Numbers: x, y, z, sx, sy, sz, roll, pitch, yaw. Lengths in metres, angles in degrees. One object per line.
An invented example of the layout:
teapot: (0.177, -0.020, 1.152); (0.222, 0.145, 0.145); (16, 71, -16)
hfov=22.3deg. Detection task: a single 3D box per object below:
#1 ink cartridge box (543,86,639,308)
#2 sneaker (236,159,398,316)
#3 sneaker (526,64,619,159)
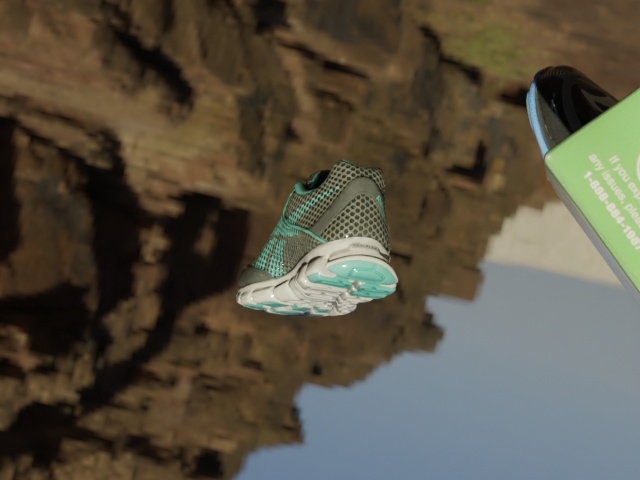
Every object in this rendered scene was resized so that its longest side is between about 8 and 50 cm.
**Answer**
ink cartridge box: (0.221, -0.029, 0.630); (0.160, 0.219, 0.092); (55, -175, 11)
sneaker: (0.000, 0.000, 0.904); (0.065, 0.076, 0.166); (9, 166, -22)
sneaker: (0.197, -0.044, 0.918); (0.188, 0.067, 0.078); (35, 143, -13)
